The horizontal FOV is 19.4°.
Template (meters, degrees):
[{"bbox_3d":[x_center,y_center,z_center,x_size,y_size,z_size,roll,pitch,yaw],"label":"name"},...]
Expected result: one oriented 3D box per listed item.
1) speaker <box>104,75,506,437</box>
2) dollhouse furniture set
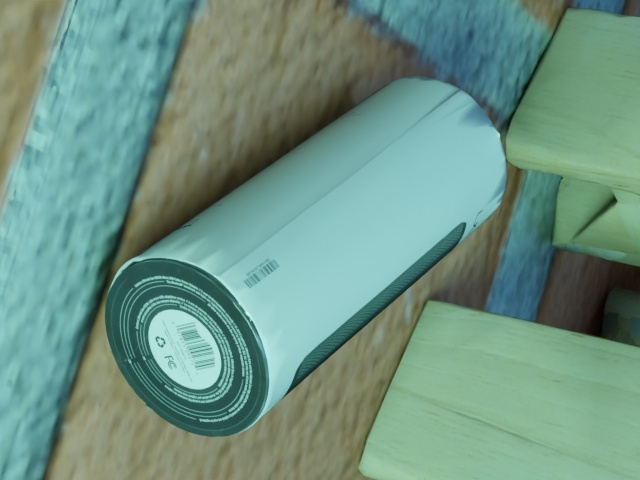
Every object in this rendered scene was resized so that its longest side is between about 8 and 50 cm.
[{"bbox_3d":[0.000,0.000,0.538,0.136,0.055,0.055,-38,132,-48],"label":"speaker"},{"bbox_3d":[0.256,0.033,0.780,0.394,0.256,0.362,-64,147,-21],"label":"dollhouse furniture set"}]
